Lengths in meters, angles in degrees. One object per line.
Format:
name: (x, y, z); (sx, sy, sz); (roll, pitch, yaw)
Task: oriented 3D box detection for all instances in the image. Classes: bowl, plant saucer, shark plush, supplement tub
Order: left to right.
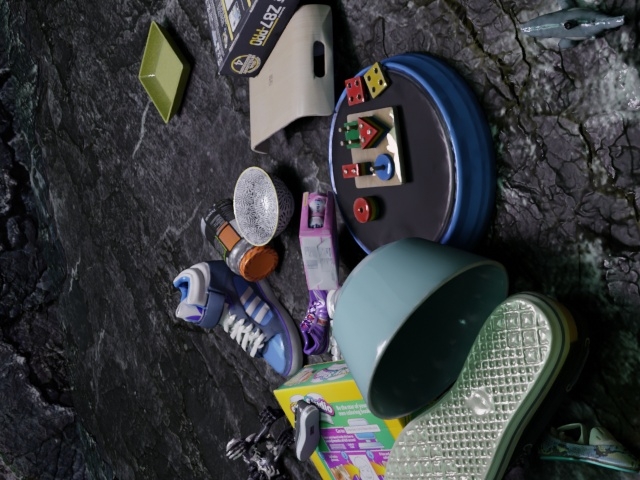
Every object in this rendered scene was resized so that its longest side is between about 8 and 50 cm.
plant saucer: (-0.385, -0.425, 2.464); (0.188, 0.045, 0.188); (57, 141, 30)
supplement tub: (-0.181, 0.001, 2.217); (0.190, 0.117, 0.117); (49, 136, 37)
bowl: (-0.109, -0.075, 2.116); (0.170, 0.080, 0.170); (10, 102, 52)
bowl: (0.146, -0.132, 1.730); (0.391, 0.077, 0.391); (21, 116, 52)
bowl: (0.139, 0.117, 1.577); (0.163, 0.312, 0.311); (40, 131, 31)
shark plush: (0.360, -0.294, 1.370); (0.161, 0.067, 0.073); (31, 123, 49)

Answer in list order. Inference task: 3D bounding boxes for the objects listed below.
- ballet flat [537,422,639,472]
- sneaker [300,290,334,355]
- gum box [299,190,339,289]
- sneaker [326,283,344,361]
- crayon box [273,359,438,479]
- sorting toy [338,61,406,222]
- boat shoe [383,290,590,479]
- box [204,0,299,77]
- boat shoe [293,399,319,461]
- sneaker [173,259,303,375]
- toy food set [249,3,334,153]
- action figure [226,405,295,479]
ballet flat: (0.405, 0.311, 1.488); (0.188, 0.070, 0.070); (-6, 94, 53)
sneaker: (-0.009, 0.164, 2.050); (0.068, 0.071, 0.169); (17, 113, 53)
gum box: (0.000, 0.000, 1.895); (0.188, 0.062, 0.107); (82, -172, -53)
sneaker: (0.083, 0.189, 1.910); (0.132, 0.086, 0.228); (-23, 79, 54)
crayon box: (0.105, 0.375, 1.834); (0.363, 0.106, 0.313); (-20, 100, 56)
sorting toy: (0.083, -0.167, 1.702); (0.132, 0.046, 0.274); (0, 99, 56)
boat shoe: (0.262, 0.288, 1.544); (0.187, 0.156, 0.500); (47, 122, 34)
box: (-0.147, -0.577, 1.954); (0.318, 0.097, 0.394); (128, 137, -51)
boat shoe: (-0.030, 0.359, 1.859); (0.040, 0.049, 0.142); (37, 135, 35)
sneaker: (-0.204, 0.186, 2.196); (0.322, 0.236, 0.130); (61, 143, 25)
toy food set: (-0.058, -0.314, 1.959); (0.306, 0.092, 0.219); (158, 113, -62)
action figure: (-0.141, 0.512, 2.288); (0.164, 0.141, 0.275); (43, 132, 26)
